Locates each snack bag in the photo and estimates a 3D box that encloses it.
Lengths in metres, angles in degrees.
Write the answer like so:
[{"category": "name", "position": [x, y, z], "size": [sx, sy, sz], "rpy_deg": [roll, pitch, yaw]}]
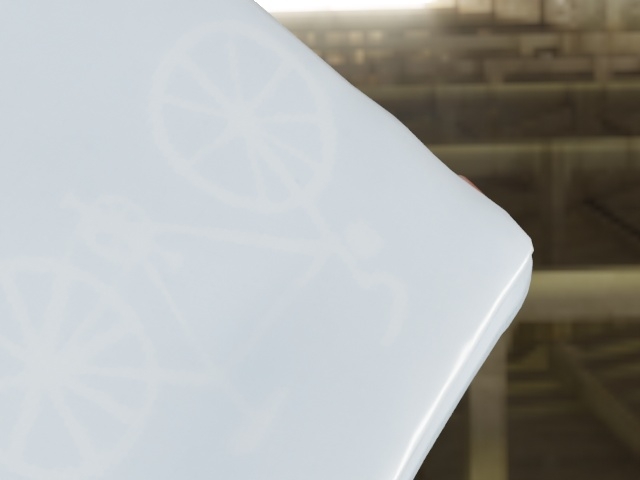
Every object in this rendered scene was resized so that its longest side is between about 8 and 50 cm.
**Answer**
[{"category": "snack bag", "position": [-0.136, 0.000, 0.354], "size": [0.037, 0.342, 0.323], "rpy_deg": [-45, -170, 48]}]

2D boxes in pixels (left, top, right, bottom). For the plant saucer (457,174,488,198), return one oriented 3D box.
[{"category": "plant saucer", "position": [0.000, 0.000, 1.318], "size": [0.258, 0.048, 0.259], "rpy_deg": [-8, 176, 5]}]
